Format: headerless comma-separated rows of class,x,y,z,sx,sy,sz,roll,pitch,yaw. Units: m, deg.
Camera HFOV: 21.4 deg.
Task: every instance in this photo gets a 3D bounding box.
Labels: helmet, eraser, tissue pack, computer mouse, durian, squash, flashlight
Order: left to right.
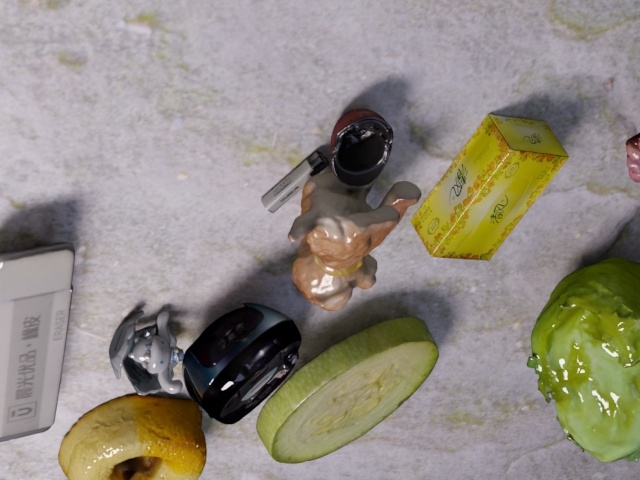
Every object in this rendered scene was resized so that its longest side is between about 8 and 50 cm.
eraser,-0.318,0.113,1.789,0.089,0.061,0.352,-12,142,-23
computer mouse,-0.096,0.136,1.929,0.137,0.096,0.233,-36,170,-14
flashlight,-0.027,-0.062,1.805,0.083,0.018,0.018,-40,142,16
squash,0.035,0.186,2.099,0.252,0.049,0.252,-28,157,-13
helmet,0.038,-0.103,1.769,0.065,0.049,0.084,7,120,-24
tissue pack,0.192,-0.057,1.931,0.095,0.062,0.176,4,133,-39
durian,0.383,0.143,2.191,0.339,0.204,0.256,-44,145,-65

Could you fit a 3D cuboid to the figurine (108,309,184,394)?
figurine,-0.188,0.123,1.884,0.086,0.094,0.082,24,165,-19

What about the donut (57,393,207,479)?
donut,-0.219,0.263,2.041,0.174,0.075,0.190,-38,144,14

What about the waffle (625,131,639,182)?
waffle,0.457,-0.131,1.982,0.221,0.055,0.234,-31,162,15

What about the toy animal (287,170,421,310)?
toy animal,-0.001,0.013,1.826,0.184,0.104,0.185,-28,161,-41
